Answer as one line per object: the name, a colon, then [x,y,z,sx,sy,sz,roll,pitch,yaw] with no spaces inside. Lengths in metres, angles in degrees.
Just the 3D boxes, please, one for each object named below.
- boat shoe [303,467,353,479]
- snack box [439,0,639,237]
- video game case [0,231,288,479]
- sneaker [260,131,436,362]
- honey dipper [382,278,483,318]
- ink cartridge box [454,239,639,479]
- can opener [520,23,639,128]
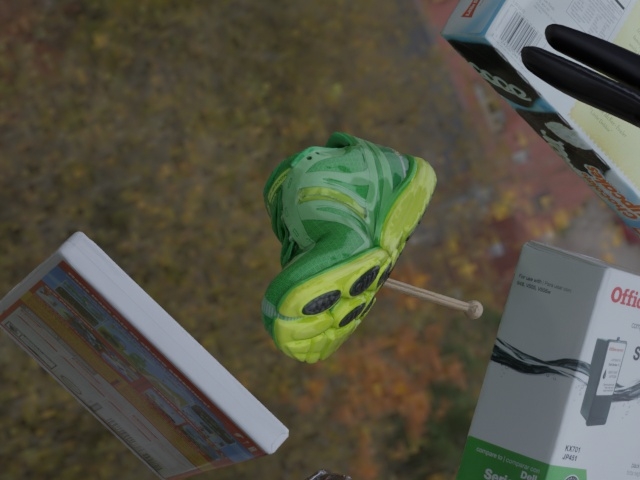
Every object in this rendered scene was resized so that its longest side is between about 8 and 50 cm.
boat shoe: [-0.039,0.249,1.600,0.183,0.066,0.066,-25,136,-38]
snack box: [0.254,-0.145,1.583,0.322,0.060,0.187,42,73,-33]
video game case: [-0.144,0.096,1.435,0.204,0.285,0.025,45,69,-7]
sneaker: [0.000,0.000,1.525,0.124,0.109,0.295,29,28,3]
honey dipper: [0.081,0.043,1.738,0.161,0.030,0.030,16,52,-27]
ink cartridge box: [0.204,0.117,1.522,0.153,0.087,0.208,13,93,-50]
can opener: [0.205,-0.092,1.202,0.059,0.186,0.073,-30,134,-26]
